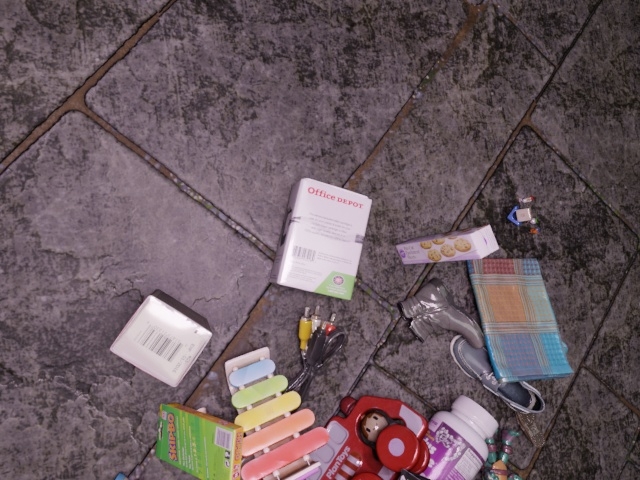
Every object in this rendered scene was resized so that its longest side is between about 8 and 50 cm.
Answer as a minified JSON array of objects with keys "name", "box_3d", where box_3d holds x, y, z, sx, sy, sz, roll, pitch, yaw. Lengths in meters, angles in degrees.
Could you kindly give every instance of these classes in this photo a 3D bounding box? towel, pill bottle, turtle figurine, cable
[{"name":"towel","box_3d":[0.592,0.227,1.251,0.272,0.040,0.369,1,68,-19]},{"name":"pill bottle","box_3d":[0.340,0.577,1.131,0.301,0.169,0.169,-45,100,-16]},{"name":"turtle figurine","box_3d":[0.522,0.673,1.212,0.175,0.118,0.234,21,64,-30]},{"name":"cable","box_3d":[-0.028,0.319,1.107,0.140,0.072,0.287,21,92,-32]}]

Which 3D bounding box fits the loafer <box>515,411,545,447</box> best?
[{"name":"loafer","box_3d":[0.636,0.560,1.292,0.056,0.050,0.147,-15,75,-10]}]

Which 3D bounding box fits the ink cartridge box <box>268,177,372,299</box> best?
[{"name":"ink cartridge box","box_3d":[0.000,0.000,1.092,0.199,0.115,0.272,15,82,-17]}]

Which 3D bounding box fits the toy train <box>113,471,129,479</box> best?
[{"name":"toy train","box_3d":[-0.450,0.651,0.913,0.143,0.105,0.248,32,77,-3]}]

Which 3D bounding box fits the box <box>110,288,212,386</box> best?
[{"name":"box","box_3d":[-0.336,0.200,0.907,0.149,0.232,0.126,36,77,-12]}]

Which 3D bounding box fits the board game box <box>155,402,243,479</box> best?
[{"name":"board game box","box_3d":[-0.275,0.448,0.927,0.039,0.260,0.124,13,79,-56]}]

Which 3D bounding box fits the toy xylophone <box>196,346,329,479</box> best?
[{"name":"toy xylophone","box_3d":[-0.144,0.420,0.961,0.236,0.081,0.322,-23,57,-29]}]

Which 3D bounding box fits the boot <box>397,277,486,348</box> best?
[{"name":"boot","box_3d":[0.340,0.243,1.201,0.161,0.083,0.246,-36,82,-13]}]

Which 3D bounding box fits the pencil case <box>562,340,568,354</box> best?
[{"name":"pencil case","box_3d":[0.696,0.350,1.317,0.152,0.064,0.070,-10,105,-19]}]

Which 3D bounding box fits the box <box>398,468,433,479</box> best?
[{"name":"box","box_3d":[0.253,0.675,0.906,0.322,0.079,0.257,36,73,-28]}]

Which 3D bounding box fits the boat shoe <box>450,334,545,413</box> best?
[{"name":"boat shoe","box_3d":[0.524,0.392,1.231,0.319,0.099,0.116,42,78,-3]}]

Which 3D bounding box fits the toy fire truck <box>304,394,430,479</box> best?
[{"name":"toy fire truck","box_3d":[0.112,0.523,1.039,0.302,0.254,0.169,-54,144,-13]}]

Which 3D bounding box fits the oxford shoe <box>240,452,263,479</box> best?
[{"name":"oxford shoe","box_3d":[-0.088,0.631,1.014,0.123,0.130,0.348,-40,93,-32]}]

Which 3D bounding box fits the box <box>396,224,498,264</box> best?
[{"name":"box","box_3d":[0.312,0.017,1.081,0.063,0.324,0.067,-23,94,-21]}]

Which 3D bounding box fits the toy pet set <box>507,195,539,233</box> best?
[{"name":"toy pet set","box_3d":[0.650,-0.076,1.349,0.114,0.065,0.122,-15,94,-53]}]
